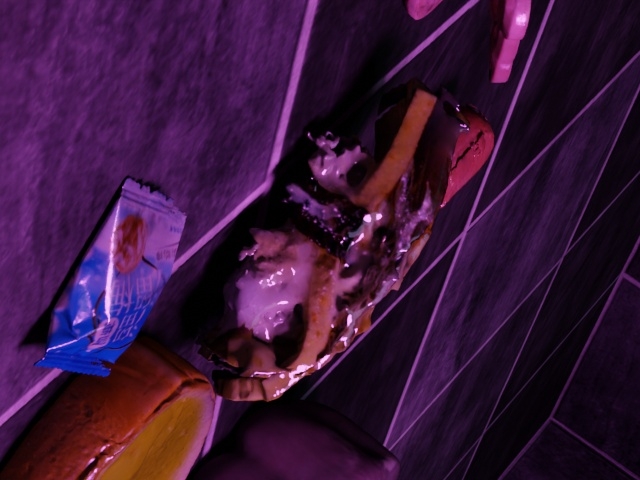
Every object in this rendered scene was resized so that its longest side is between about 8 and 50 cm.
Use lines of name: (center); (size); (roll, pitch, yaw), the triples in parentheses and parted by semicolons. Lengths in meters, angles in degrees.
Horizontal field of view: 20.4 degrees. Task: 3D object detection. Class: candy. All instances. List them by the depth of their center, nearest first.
candy: (-0.135, 0.027, 1.171); (0.088, 0.038, 0.136); (21, 96, -60)

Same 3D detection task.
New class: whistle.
whistle: (-0.071, 0.062, 1.437); (0.083, 0.029, 0.033); (-41, 141, -31)

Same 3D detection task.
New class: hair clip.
hair clip: (0.143, -0.206, 1.388); (0.138, 0.102, 0.123); (-47, 165, -28)

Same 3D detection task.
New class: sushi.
sushi: (0.006, 0.005, 1.399); (0.291, 0.131, 0.139); (-60, -172, -10)

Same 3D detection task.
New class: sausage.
sausage: (0.102, -0.075, 1.588); (0.141, 0.076, 0.076); (-38, 157, -43)

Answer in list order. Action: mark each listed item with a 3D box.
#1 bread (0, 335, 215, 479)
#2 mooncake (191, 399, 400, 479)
bread: (-0.167, 0.182, 1.325); (0.236, 0.070, 0.236); (-51, 164, -20)
mooncake: (-0.053, 0.304, 1.760); (0.306, 0.154, 0.306); (-48, 164, -19)
